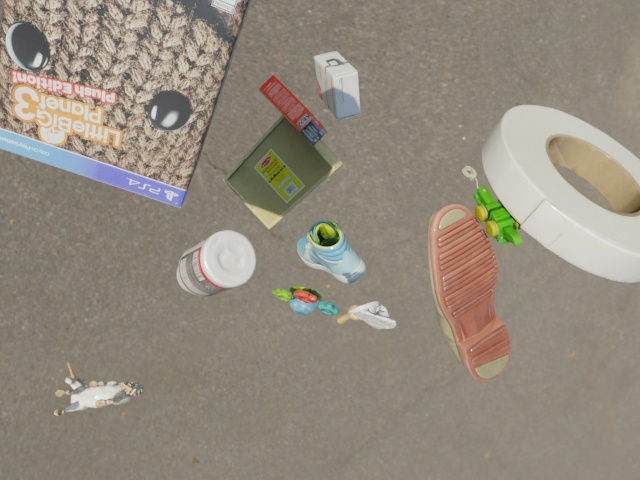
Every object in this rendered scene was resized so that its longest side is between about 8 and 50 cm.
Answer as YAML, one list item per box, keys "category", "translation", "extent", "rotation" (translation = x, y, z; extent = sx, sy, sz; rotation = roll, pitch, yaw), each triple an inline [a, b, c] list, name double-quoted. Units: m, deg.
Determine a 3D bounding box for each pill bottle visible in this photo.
- category: "pill bottle"
  translation: [-0.346, 0.084, 1.810]
  extent: [0.176, 0.318, 0.176]
  rotation: [9, 74, -31]

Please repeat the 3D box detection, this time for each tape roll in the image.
- category: "tape roll"
  translation: [0.476, -0.098, 1.033]
  extent: [0.392, 0.392, 0.072]
  rotation: [-2, 142, -31]

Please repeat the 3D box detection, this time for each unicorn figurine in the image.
- category: "unicorn figurine"
  translation: [-0.336, 0.224, 0.834]
  extent: [0.111, 0.162, 0.060]
  rotation: [43, 54, -78]

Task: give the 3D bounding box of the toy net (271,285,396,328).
- category: "toy net"
  translation: [0.030, 0.115, 1.058]
  extent: [0.122, 0.232, 0.045]
  rotation: [58, 44, -52]

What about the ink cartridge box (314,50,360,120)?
- category: "ink cartridge box"
  translation: [0.040, -0.369, 1.354]
  extent: [0.063, 0.150, 0.109]
  rotation: [-16, 129, -10]

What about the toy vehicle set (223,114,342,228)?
- category: "toy vehicle set"
  translation: [-0.093, -0.157, 1.304]
  extent: [0.166, 0.035, 0.267]
  rotation: [48, 130, -5]

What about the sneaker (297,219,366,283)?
- category: "sneaker"
  translation: [0.000, 0.000, 1.833]
  extent: [0.127, 0.319, 0.208]
  rotation: [-46, 127, -18]

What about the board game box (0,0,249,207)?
- category: "board game box"
  translation: [-0.223, -0.223, 0.658]
  extent: [0.232, 0.141, 0.291]
  rotation: [18, 120, -13]

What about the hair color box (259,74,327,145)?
- category: "hair color box"
  translation: [-0.053, -0.253, 1.111]
  extent: [0.043, 0.141, 0.072]
  rotation: [-43, 155, 6]

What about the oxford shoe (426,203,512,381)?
- category: "oxford shoe"
  translation: [0.268, 0.102, 1.148]
  extent: [0.140, 0.146, 0.397]
  rotation: [-23, 115, -15]

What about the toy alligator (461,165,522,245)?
- category: "toy alligator"
  translation: [0.299, -0.052, 1.006]
  extent: [0.056, 0.190, 0.051]
  rotation: [-17, 142, -8]
